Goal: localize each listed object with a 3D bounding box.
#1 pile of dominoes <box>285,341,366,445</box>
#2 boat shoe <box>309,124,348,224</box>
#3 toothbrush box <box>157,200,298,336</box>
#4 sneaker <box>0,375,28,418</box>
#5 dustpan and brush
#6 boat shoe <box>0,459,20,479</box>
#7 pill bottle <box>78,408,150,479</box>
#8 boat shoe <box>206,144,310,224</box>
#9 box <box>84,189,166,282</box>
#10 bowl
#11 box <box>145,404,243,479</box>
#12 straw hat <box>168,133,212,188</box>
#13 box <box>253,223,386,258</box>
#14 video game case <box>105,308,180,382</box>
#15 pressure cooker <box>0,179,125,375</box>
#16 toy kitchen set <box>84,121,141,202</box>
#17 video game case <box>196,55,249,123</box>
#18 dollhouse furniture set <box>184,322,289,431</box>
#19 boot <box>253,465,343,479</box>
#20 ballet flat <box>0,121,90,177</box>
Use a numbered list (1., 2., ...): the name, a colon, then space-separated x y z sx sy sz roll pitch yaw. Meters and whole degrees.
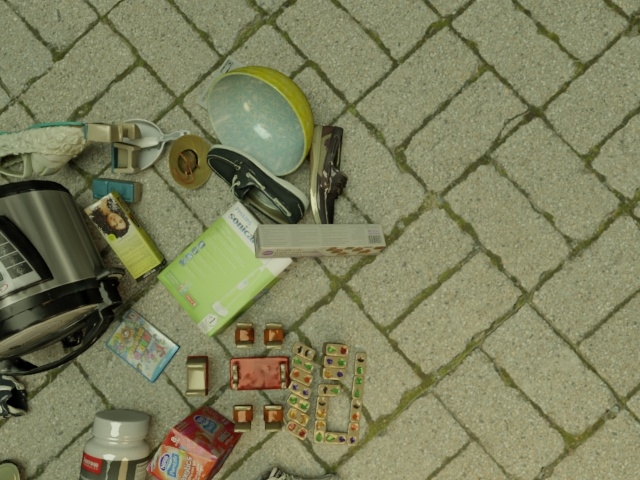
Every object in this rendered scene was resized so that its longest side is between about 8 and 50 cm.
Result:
1. pile of dominoes: 0.017 0.380 1.559 0.195 0.040 0.251 7 85 -14
2. boat shoe: 0.023 -0.159 1.605 0.092 0.103 0.285 -3 79 11
3. toothbrush box: -0.232 0.074 1.601 0.283 0.122 0.206 -43 83 2
4. sneaker: -0.851 0.460 1.649 0.153 0.094 0.235 19 77 16
5. dustpan and brush: -0.440 -0.265 1.681 0.211 0.060 0.147 -8 85 6
6. boat shoe: -0.813 0.689 1.643 0.081 0.068 0.228 -1 87 -29
7. pill bottle: -0.515 0.578 1.571 0.161 0.161 0.283 7 86 7
8. boat shoe: -0.174 -0.138 1.607 0.302 0.114 0.091 29 58 9
9. box: -0.501 -0.010 1.631 0.087 0.058 0.232 -33 104 3
10. bowl: -0.124 -0.324 1.585 0.289 0.289 0.156 32 51 8
11. box: -0.291 0.498 1.505 0.128 0.257 0.123 32 91 8
12. straw hat: -0.357 -0.206 1.665 0.061 0.144 0.145 2 84 49
13. box: 0.000 0.000 1.541 0.323 0.063 0.067 -2 66 -20
14. video game case: -0.470 0.278 1.664 0.166 0.015 0.119 36 90 7
15. pressure cooker: -0.701 0.106 1.531 0.369 0.375 0.421 -32 81 43
16. toy kitchen set: -0.551 -0.197 1.607 0.122 0.166 0.207 7 103 11
17. video game case: -0.232 -0.394 1.691 0.143 0.019 0.157 34 89 7
18. dollhouse furniture set: -0.207 0.337 1.595 0.259 0.135 0.262 0 85 -5
19. boot: -0.079 0.612 1.553 0.258 0.095 0.123 -29 90 4
20. ballet flat: -0.747 -0.230 1.651 0.408 0.147 0.147 1 85 28
